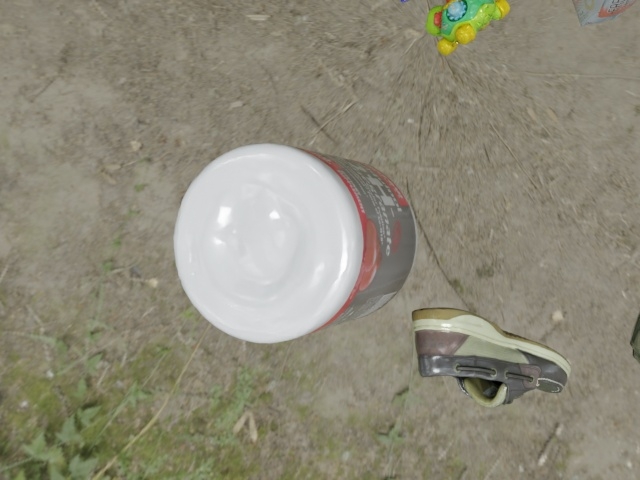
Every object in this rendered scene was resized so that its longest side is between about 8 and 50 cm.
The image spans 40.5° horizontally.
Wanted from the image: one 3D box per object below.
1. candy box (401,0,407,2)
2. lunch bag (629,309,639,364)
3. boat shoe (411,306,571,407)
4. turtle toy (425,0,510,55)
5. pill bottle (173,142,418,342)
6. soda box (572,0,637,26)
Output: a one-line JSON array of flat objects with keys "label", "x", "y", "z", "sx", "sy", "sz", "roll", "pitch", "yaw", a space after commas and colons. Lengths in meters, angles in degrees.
[{"label": "candy box", "x": 0.275, "y": -0.556, "z": 1.560, "sx": 0.268, "sy": 0.317, "sz": 0.122, "roll": -26, "pitch": 96, "yaw": 30}, {"label": "lunch bag", "x": 0.298, "y": 0.003, "z": 0.297, "sx": 0.305, "sy": 0.212, "sz": 0.256, "roll": 24, "pitch": 92, "yaw": -24}, {"label": "boat shoe", "x": 0.163, "y": 0.124, "z": 0.836, "sx": 0.080, "sy": 0.223, "sz": 0.073, "roll": -3, "pitch": 68, "yaw": 45}, {"label": "turtle toy", "x": 0.193, "y": -0.309, "z": 1.205, "sx": 0.095, "sy": 0.130, "sz": 0.066, "roll": -39, "pitch": 100, "yaw": -21}, {"label": "pill bottle", "x": 0.000, "y": 0.000, "z": 0.887, "sx": 0.176, "sy": 0.318, "sz": 0.176, "roll": 0, "pitch": 91, "yaw": 20}, {"label": "soda box", "x": 0.383, "y": -0.337, "z": 1.085, "sx": 0.058, "sy": 0.183, "sz": 0.063, "roll": -15, "pitch": 82, "yaw": -14}]
